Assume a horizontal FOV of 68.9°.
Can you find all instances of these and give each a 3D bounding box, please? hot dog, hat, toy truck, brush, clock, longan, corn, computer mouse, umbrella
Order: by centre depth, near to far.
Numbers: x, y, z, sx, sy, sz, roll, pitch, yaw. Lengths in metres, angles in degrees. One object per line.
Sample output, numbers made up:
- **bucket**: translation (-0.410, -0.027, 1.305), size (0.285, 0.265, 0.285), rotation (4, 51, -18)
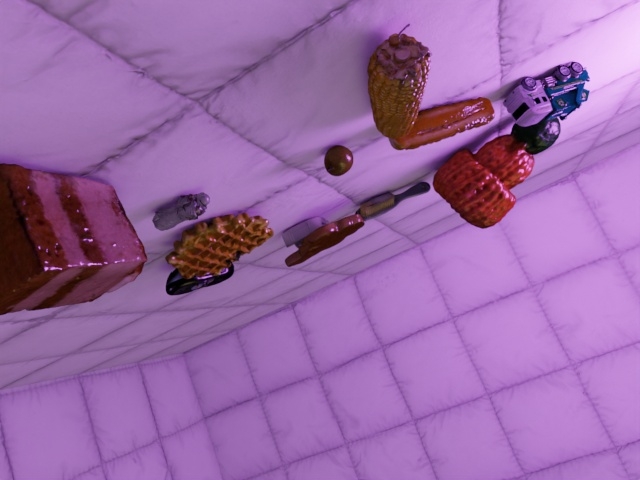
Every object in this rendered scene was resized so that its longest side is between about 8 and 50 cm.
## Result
- **corn**: translation (0.141, -0.275, 0.876), size (0.106, 0.106, 0.305), rotation (-23, 171, 3)
- **umbrella**: translation (-0.311, -0.068, 1.051), size (0.143, 0.062, 0.067), rotation (-25, 136, 15)
- **longan**: translation (0.039, -0.185, 1.101), size (0.083, 0.075, 0.075), rotation (-48, -175, -38)
- **hot dog**: translation (0.293, -0.284, 1.136), size (0.288, 0.083, 0.068), rotation (-18, -175, -16)
- **toy truck**: translation (0.593, -0.366, 1.203), size (0.216, 0.116, 0.110), rotation (-19, 167, -14)
- **hat**: translation (0.555, -0.253, 1.491), size (0.285, 0.285, 0.400), rotation (0, 127, -59)
- **computer mouse**: translation (-0.393, 0.104, 1.503), size (0.233, 0.096, 0.137), rotation (-15, 172, -44)
- **brush**: translation (0.257, -0.153, 1.643), size (0.296, 0.068, 0.060), rotation (-24, 145, -9)
- **clock**: translation (-0.035, -0.023, 1.649), size (0.151, 0.062, 0.191), rotation (-27, 167, 19)

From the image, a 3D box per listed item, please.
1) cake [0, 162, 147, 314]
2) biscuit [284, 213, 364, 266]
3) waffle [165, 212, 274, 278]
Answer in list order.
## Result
- **cake**: translation (-0.445, 0.000, 0.813), size (0.196, 0.199, 0.293), rotation (-33, 168, 21)
- **biscuit**: translation (0.002, 0.000, 1.570), size (0.319, 0.047, 0.183), rotation (-38, 158, 34)
- **waffle**: translation (-0.286, 0.015, 1.326), size (0.309, 0.065, 0.283), rotation (-12, 152, -24)
